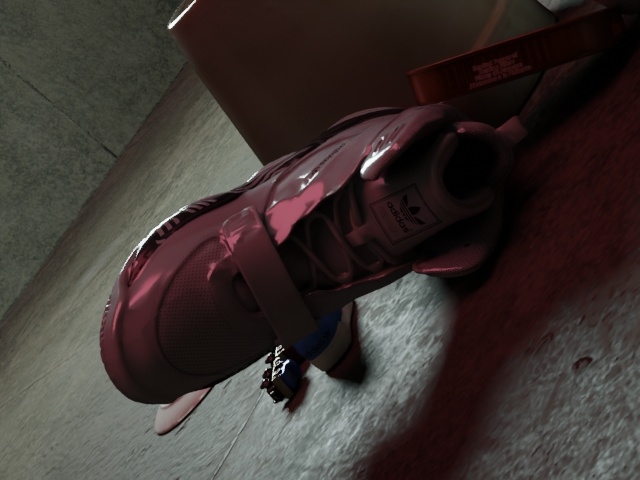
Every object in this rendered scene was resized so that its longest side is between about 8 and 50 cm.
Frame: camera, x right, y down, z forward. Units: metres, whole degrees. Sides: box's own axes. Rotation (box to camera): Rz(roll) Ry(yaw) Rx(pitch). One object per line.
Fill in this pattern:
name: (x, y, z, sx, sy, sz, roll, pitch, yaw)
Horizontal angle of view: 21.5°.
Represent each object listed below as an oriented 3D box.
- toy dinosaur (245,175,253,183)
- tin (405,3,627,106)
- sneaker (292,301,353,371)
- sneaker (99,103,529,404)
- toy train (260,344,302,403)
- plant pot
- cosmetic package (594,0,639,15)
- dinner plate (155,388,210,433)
toy dinosaur: (-0.072, -0.057, 2.072, 0.268, 0.064, 0.118, -49, 7, 25)
tin: (0.163, -0.152, 1.399, 0.190, 0.040, 0.106, -16, 9, 28)
sneaker: (-0.019, 0.057, 1.495, 0.058, 0.084, 0.152, -48, 13, 13)
sneaker: (0.000, 0.000, 1.321, 0.366, 0.137, 0.210, -36, 14, -26)
toy train: (-0.031, 0.105, 1.540, 0.036, 0.027, 0.158, -36, 16, 15)
plant pot: (0.019, -0.186, 1.618, 0.323, 0.280, 0.323, -47, 12, 13)
cosmetic package: (0.202, -0.470, 1.406, 0.327, 0.329, 0.393, -54, 21, 39)
dinner plate: (-0.136, 0.147, 1.804, 0.141, 0.017, 0.141, -46, 14, 15)
